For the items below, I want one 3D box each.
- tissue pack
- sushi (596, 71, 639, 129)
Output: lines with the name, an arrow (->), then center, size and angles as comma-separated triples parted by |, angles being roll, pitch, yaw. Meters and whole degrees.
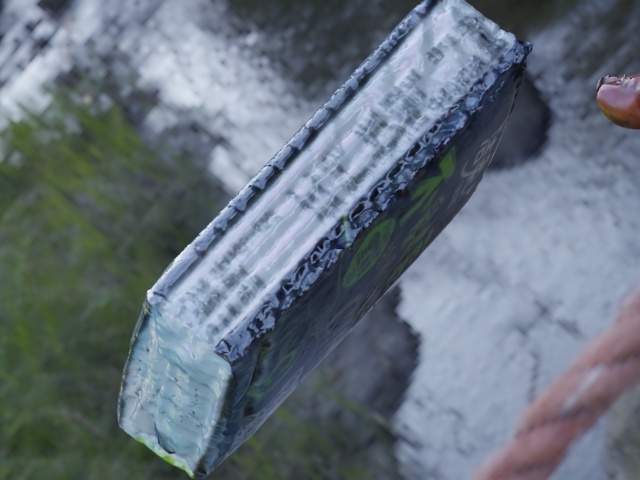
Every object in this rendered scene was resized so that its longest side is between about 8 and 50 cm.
tissue pack -> 0.000, 0.000, 0.988 | 0.235, 0.073, 0.173 | -47, -11, -24
sushi -> 0.267, -0.084, 1.146 | 0.226, 0.097, 0.103 | 10, 22, 35
